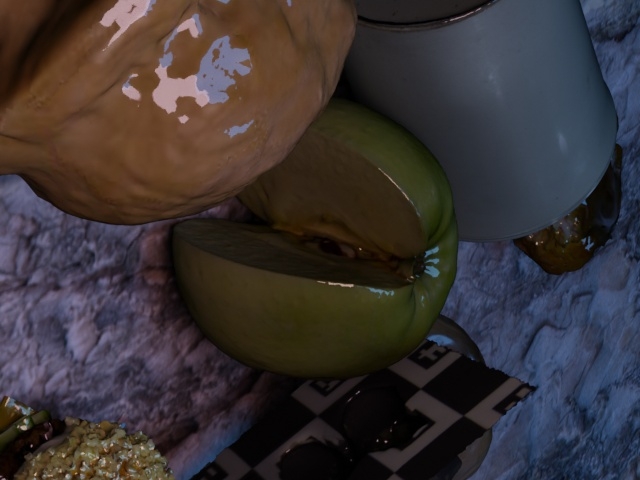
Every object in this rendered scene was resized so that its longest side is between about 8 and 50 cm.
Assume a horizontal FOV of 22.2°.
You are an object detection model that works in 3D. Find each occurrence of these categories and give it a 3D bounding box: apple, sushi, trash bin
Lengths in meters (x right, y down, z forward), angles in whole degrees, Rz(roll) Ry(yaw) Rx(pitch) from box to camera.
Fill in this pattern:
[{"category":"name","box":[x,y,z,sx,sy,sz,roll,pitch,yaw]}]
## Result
[{"category":"apple","box":[0.000,0.000,1.632,0.292,0.254,0.292,-37,135,-49]},{"category":"sushi","box":[0.017,0.258,1.592,0.373,0.296,0.100,-39,115,-15]},{"category":"trash bin","box":[0.159,-0.193,1.747,0.280,0.280,0.432,-63,152,-21]}]

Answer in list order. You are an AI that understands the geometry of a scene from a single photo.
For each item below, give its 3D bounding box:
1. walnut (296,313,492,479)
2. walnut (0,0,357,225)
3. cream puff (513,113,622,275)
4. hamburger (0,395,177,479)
[{"category":"walnut","box":[0.081,0.184,1.828,0.248,0.248,0.248,-27,123,-51]},{"category":"walnut","box":[-0.141,-0.192,1.260,0.383,0.383,0.383,-27,123,-51]},{"category":"cream puff","box":[0.325,-0.087,2.197,0.241,0.155,0.269,5,95,-58]},{"category":"hamburger","box":[-0.220,0.274,1.458,0.243,0.139,0.261,41,54,-40]}]
